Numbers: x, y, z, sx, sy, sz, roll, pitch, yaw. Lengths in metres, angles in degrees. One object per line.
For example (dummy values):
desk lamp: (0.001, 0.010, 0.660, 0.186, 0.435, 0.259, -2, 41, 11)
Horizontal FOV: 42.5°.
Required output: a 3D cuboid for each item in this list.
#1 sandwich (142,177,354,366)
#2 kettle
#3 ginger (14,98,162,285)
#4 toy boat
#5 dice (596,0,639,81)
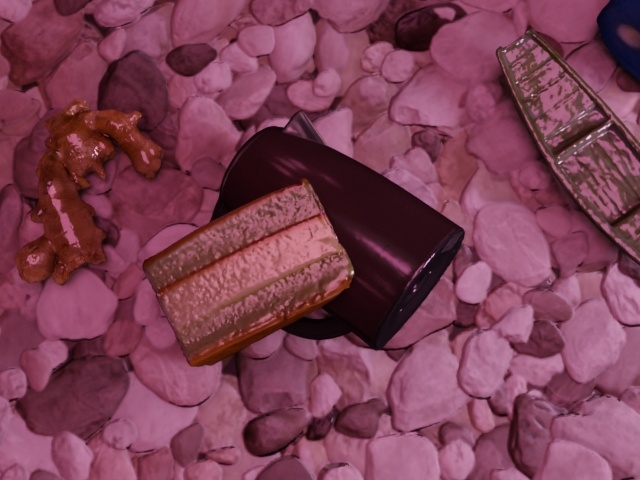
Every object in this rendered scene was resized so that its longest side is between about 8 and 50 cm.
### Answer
sandwich: (-0.065, 0.035, 0.805, 0.187, 0.144, 0.117, -27, 85, 3)
kettle: (0.000, 0.000, 0.840, 0.232, 0.144, 0.202, 37, 113, 17)
ginger: (-0.262, -0.059, 0.897, 0.193, 0.052, 0.176, -27, 79, -10)
toy boat: (0.286, -0.092, 0.869, 0.093, 0.055, 0.293, -33, 80, -3)
dice: (0.387, -0.240, 0.850, 0.146, 0.143, 0.146, 42, 83, 6)
